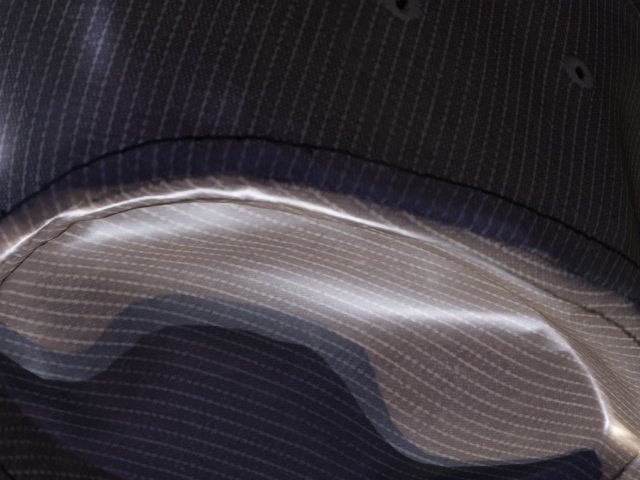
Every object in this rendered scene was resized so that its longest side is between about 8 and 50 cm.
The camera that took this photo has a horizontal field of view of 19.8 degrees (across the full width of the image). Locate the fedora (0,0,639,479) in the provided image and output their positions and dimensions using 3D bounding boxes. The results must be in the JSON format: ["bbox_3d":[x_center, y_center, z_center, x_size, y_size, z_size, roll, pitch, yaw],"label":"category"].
[{"bbox_3d":[0.000,0.000,0.418,0.275,0.124,0.244,23,125,-41],"label":"fedora"}]
